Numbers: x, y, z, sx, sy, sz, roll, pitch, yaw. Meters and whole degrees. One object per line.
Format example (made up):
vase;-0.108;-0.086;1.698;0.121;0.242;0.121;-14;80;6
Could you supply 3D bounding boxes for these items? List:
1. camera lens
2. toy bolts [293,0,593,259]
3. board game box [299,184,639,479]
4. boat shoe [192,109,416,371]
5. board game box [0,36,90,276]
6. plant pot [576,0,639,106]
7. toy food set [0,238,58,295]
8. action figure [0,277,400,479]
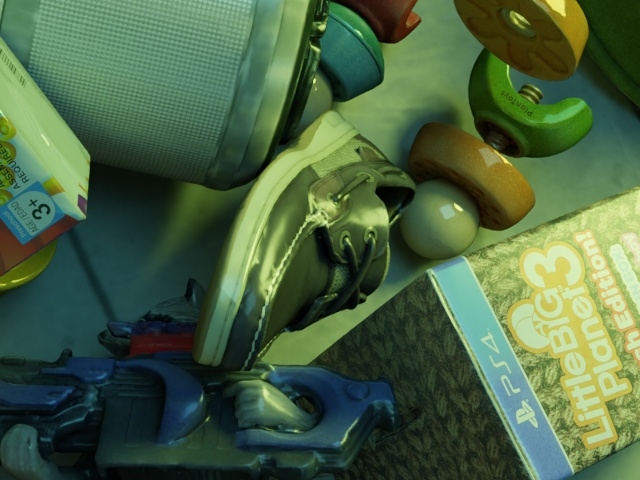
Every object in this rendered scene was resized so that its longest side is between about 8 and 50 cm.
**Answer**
camera lens;-0.139;-0.160;0.929;0.274;0.219;0.219;12;66;-10
toy bolts;0.063;-0.109;1.037;0.228;0.218;0.158;35;75;14
board game box;0.166;0.074;0.974;0.291;0.232;0.141;-20;78;-29
boat shoe;0.000;0.000;0.903;0.092;0.103;0.285;24;25;4
board game box;-0.276;-0.006;0.769;0.275;0.142;0.144;-35;109;4
plant pot;0.420;-0.293;1.122;0.366;0.353;0.367;6;77;-27
toy food set;-0.280;-0.014;0.918;0.217;0.071;0.128;22;39;-17
action figure;-0.132;0.173;0.883;0.341;0.178;0.330;8;57;7
